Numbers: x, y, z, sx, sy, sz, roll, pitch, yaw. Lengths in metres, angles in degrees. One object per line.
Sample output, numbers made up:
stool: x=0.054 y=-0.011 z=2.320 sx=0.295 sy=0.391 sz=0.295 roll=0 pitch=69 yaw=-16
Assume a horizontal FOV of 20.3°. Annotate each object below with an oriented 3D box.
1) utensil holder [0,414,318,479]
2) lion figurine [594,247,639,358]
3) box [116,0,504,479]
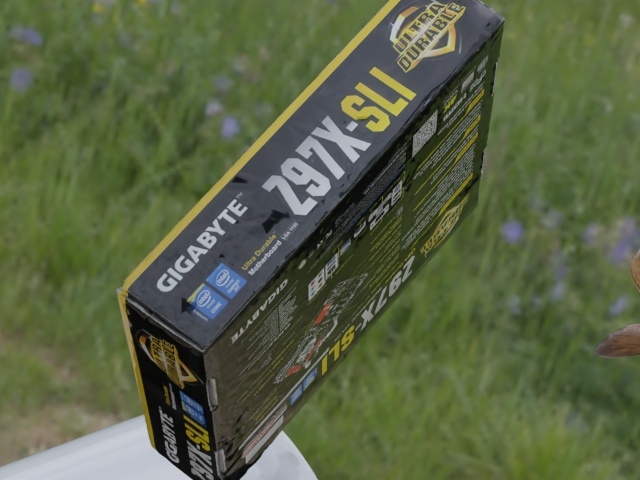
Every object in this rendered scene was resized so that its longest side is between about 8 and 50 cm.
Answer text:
utensil holder: x=-0.210 y=0.330 z=1.474 sx=0.385 sy=0.328 sz=0.327 roll=-16 pitch=36 yaw=-33
lion figurine: x=0.353 y=0.002 z=0.919 sx=0.240 sy=0.392 sz=0.142 roll=49 pitch=14 yaw=18
box: x=0.000 y=0.000 z=1.249 sx=0.079 sy=0.257 sz=0.322 roll=35 pitch=68 yaw=16
